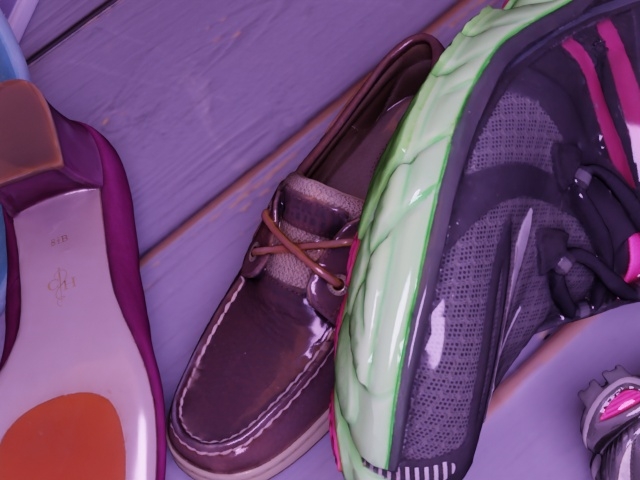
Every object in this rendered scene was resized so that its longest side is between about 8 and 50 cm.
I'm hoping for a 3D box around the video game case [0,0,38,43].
[{"bbox_3d":[-0.370,-0.222,1.066,0.183,0.023,0.201,0,55,18],"label":"video game case"}]

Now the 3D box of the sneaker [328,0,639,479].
[{"bbox_3d":[0.163,-0.040,0.631,0.202,0.185,0.483,29,56,15],"label":"sneaker"}]

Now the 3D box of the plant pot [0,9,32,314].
[{"bbox_3d":[-0.448,-0.062,0.799,0.334,0.341,0.341,2,55,29],"label":"plant pot"}]

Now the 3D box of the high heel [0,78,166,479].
[{"bbox_3d":[-0.157,0.082,0.754,0.127,0.181,0.377,-10,73,5],"label":"high heel"}]

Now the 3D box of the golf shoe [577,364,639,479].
[{"bbox_3d":[0.276,0.074,0.578,0.272,0.105,0.120,-37,40,2],"label":"golf shoe"}]

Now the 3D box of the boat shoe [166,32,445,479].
[{"bbox_3d":[0.000,0.000,0.716,0.123,0.123,0.342,24,65,31],"label":"boat shoe"}]
